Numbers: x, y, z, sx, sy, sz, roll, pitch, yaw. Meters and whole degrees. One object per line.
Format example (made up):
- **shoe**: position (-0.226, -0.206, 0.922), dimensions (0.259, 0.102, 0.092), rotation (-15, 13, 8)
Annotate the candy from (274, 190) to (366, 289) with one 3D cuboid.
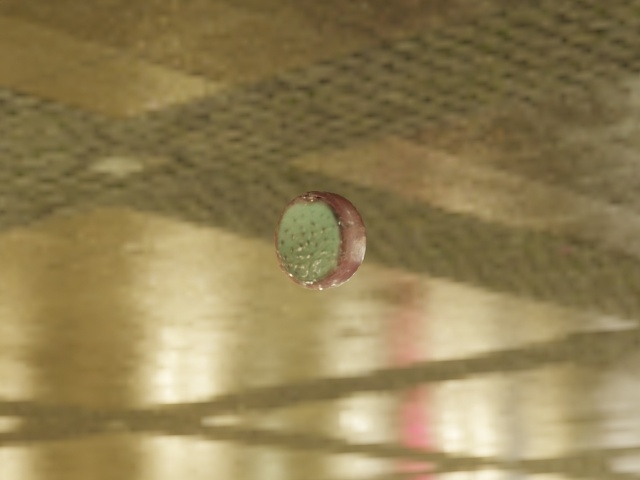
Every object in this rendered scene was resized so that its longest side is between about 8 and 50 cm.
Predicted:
- **candy**: position (0.000, 0.000, 2.035), dimensions (0.103, 0.103, 0.043), rotation (-13, 169, 37)
